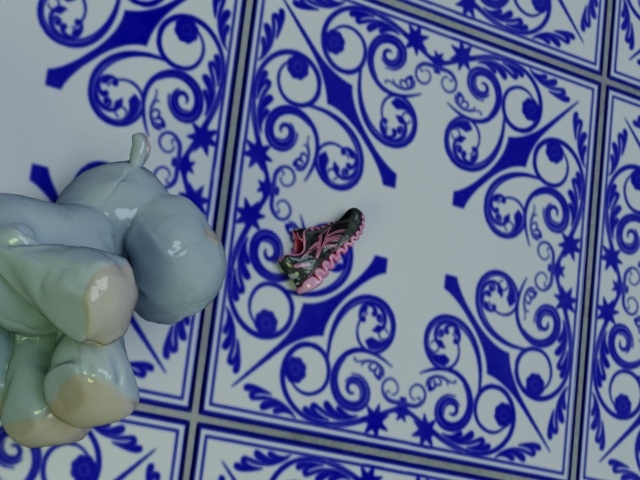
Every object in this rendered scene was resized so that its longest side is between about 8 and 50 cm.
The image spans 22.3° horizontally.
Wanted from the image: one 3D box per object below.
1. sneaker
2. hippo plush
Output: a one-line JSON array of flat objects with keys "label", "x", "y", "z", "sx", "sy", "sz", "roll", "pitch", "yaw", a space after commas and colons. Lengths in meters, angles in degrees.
[{"label": "sneaker", "x": 0.000, "y": 0.000, "z": 1.699, "sx": 0.057, "sy": 0.047, "sz": 0.119, "roll": 44, "pitch": 60, "yaw": -7}, {"label": "hippo plush", "x": -0.225, "y": 0.037, "z": 1.480, "sx": 0.294, "sy": 0.234, "sz": 0.236, "roll": 34, "pitch": 34, "yaw": 21}]
